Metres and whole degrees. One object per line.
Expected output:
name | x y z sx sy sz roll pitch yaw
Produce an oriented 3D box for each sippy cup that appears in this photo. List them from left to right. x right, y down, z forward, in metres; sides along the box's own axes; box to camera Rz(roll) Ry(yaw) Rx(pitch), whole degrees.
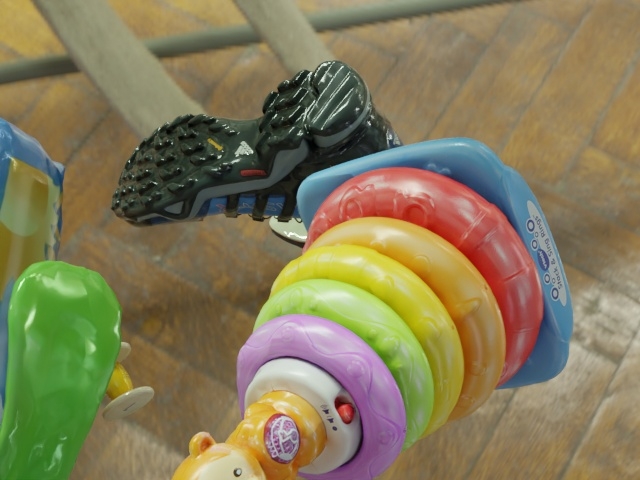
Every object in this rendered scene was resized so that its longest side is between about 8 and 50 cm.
sippy cup | -0.232 0.043 0.616 0.305 0.240 0.224 11 78 6

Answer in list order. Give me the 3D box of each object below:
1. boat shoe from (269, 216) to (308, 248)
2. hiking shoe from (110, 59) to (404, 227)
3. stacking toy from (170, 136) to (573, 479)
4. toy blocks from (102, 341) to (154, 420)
boat shoe | 0.000 0.000 1.534 0.137 0.043 0.049 15 52 20
hiking shoe | -0.060 -0.051 1.120 0.304 0.132 0.113 -14 46 36
stacking toy | 0.011 0.074 0.708 0.302 0.166 0.175 -39 112 -49
toy blocks | -0.242 0.107 1.157 0.123 0.054 0.148 -23 69 -23
